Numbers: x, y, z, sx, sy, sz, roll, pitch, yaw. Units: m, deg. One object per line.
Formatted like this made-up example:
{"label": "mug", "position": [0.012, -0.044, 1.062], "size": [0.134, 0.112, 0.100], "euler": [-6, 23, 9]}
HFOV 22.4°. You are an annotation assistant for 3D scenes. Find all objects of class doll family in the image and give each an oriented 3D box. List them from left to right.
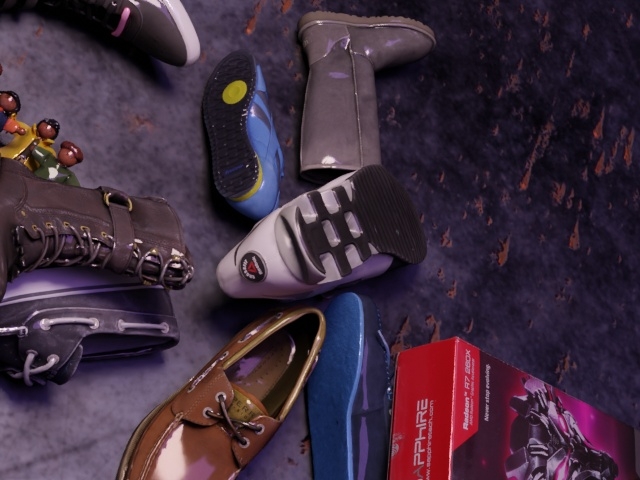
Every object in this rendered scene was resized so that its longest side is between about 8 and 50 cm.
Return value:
{"label": "doll family", "position": [-0.322, -0.110, 1.631], "size": [0.193, 0.076, 0.111], "euler": [45, 72, -12]}

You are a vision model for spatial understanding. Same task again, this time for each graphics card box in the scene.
{"label": "graphics card box", "position": [0.225, 0.274, 1.727], "size": [0.371, 0.094, 0.233], "euler": [29, 54, -38]}

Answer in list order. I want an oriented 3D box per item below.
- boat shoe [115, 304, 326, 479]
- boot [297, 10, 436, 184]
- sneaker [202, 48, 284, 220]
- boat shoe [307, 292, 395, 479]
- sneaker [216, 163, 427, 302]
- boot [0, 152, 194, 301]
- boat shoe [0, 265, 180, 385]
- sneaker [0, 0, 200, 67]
{"label": "boat shoe", "position": [-0.099, 0.174, 1.620], "size": [0.110, 0.104, 0.307], "euler": [41, 54, -10]}
{"label": "boot", "position": [0.057, -0.161, 1.889], "size": [0.189, 0.076, 0.208], "euler": [0, 61, -16]}
{"label": "sneaker", "position": [-0.080, -0.114, 1.799], "size": [0.082, 0.069, 0.209], "euler": [42, 35, -51]}
{"label": "boat shoe", "position": [0.040, 0.187, 1.719], "size": [0.089, 0.109, 0.258], "euler": [10, 80, -35]}
{"label": "sneaker", "position": [0.000, 0.000, 1.760], "size": [0.330, 0.146, 0.122], "euler": [-9, 76, -60]}
{"label": "boot", "position": [-0.225, 0.002, 1.507], "size": [0.229, 0.091, 0.263], "euler": [17, 29, -18]}
{"label": "boat shoe", "position": [-0.270, 0.091, 1.560], "size": [0.301, 0.108, 0.102], "euler": [-7, 71, -41]}
{"label": "sneaker", "position": [-0.271, -0.263, 1.722], "size": [0.296, 0.104, 0.147], "euler": [43, 55, 0]}
